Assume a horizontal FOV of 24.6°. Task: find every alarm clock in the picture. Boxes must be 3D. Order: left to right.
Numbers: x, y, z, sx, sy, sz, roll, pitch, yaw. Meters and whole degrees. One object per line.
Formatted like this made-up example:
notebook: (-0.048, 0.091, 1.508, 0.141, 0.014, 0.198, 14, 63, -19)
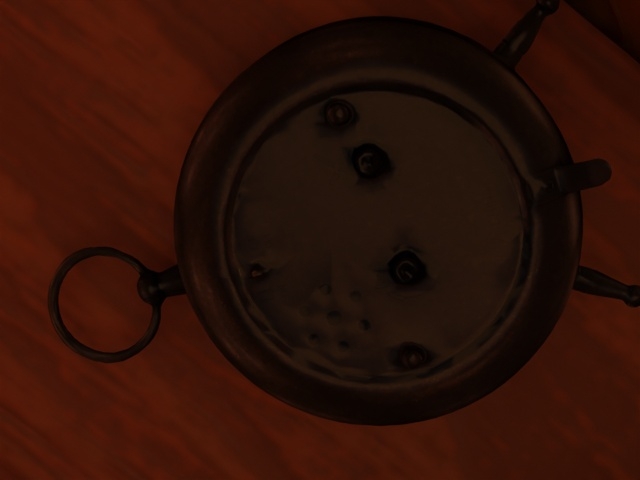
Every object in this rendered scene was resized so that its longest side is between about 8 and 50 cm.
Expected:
alarm clock: (0.000, 0.000, 0.476, 0.192, 0.064, 0.129, -18, 99, 10)

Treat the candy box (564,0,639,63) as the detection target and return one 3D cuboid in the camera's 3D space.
candy box: (0.141, -0.074, 0.410, 0.316, 0.183, 0.087, 40, 96, -5)
